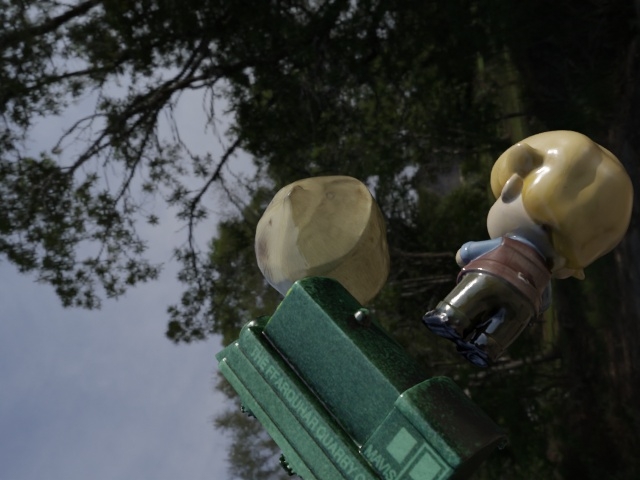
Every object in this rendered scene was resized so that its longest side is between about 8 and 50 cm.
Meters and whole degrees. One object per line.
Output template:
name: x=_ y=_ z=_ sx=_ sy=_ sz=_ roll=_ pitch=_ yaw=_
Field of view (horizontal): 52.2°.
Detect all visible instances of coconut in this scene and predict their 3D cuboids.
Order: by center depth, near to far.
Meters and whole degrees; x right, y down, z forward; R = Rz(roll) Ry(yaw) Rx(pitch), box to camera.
coconut: x=0.000 y=0.000 z=0.955 sx=0.224 sy=0.224 sz=0.224 roll=-7 pitch=-90 yaw=-71

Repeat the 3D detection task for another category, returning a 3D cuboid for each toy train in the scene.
toy train: x=0.040 y=0.175 z=0.694 sx=0.330 sy=0.178 sz=0.139 roll=45 pitch=-157 yaw=29

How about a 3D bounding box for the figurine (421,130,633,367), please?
figurine: x=0.159 y=0.007 z=0.503 sx=0.196 sy=0.114 sz=0.108 roll=-53 pitch=-4 yaw=-14
